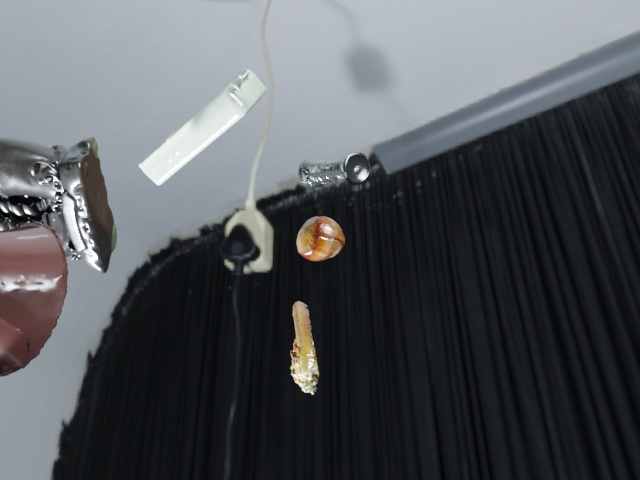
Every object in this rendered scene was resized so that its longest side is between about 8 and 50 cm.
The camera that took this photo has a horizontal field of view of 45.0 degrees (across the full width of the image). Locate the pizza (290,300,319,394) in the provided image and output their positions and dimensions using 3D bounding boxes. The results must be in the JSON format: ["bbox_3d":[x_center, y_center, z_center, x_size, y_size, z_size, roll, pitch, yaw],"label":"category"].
[{"bbox_3d":[-0.032,0.229,1.475,0.052,0.185,0.195,-6,133,-2],"label":"pizza"}]

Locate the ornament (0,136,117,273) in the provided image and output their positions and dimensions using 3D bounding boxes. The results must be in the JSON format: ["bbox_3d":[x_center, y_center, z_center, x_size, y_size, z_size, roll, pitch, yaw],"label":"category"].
[{"bbox_3d":[-0.472,-0.062,1.236,0.260,0.106,0.251,1,127,6],"label":"ornament"}]

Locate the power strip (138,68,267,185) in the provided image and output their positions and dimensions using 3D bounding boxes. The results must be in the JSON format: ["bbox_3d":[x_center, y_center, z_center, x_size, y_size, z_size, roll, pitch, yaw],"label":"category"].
[{"bbox_3d":[-0.221,-0.196,1.393,0.338,0.098,0.058,-30,111,40],"label":"power strip"}]

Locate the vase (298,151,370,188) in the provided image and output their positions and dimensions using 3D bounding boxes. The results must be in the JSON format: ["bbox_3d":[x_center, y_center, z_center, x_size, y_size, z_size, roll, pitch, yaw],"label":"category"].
[{"bbox_3d":[0.023,-0.127,1.408,0.059,0.059,0.167,23,169,-29],"label":"vase"}]

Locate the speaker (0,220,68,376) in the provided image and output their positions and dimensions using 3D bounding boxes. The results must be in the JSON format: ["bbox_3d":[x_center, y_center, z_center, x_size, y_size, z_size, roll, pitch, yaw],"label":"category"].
[{"bbox_3d":[-0.434,0.054,0.824,0.198,0.259,0.329,-52,149,8],"label":"speaker"}]

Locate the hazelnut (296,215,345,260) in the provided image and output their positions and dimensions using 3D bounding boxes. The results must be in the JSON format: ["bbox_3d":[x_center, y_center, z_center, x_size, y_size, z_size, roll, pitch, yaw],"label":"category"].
[{"bbox_3d":[0.000,0.000,1.338,0.086,0.086,0.086,0,144,0],"label":"hazelnut"}]
